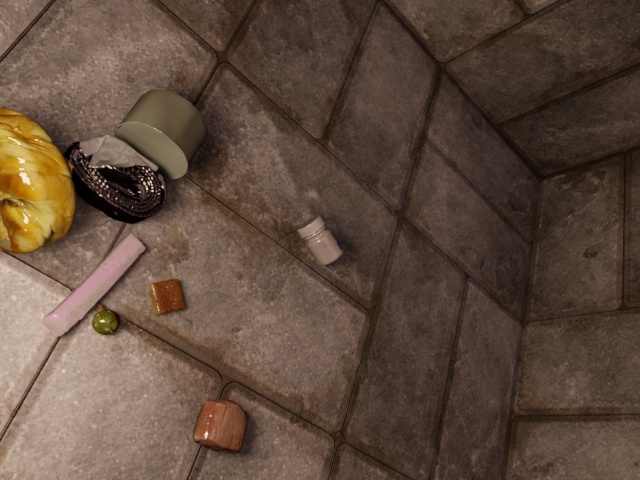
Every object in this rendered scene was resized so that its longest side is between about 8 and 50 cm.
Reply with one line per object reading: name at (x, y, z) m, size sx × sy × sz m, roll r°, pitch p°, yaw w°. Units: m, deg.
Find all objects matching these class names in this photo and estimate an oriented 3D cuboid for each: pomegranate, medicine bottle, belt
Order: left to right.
pomegranate at (-0.572, 0.212, 1.549) m, size 0.073 × 0.073 × 0.084 m, roll 31°, pitch 34°, yaw -32°
belt at (-0.567, -0.173, 1.607) m, size 0.289 × 0.164 × 0.184 m, roll 37°, pitch 63°, yaw -28°
medicine bottle at (0.000, 0.000, 2.107) m, size 0.168 × 0.105 × 0.105 m, roll 56°, pitch 48°, yaw -14°

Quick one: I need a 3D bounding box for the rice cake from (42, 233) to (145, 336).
rice cake at (-0.597, 0.109, 1.564) m, size 0.072 × 0.056 × 0.365 m, roll 51°, pitch 50°, yaw -20°

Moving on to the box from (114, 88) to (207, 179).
box at (-0.463, -0.310, 1.701) m, size 0.226 × 0.226 × 0.149 m, roll 41°, pitch 53°, yaw -26°

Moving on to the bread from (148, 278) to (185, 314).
bread at (-0.450, 0.165, 1.693) m, size 0.090 × 0.035 × 0.094 m, roll -10°, pitch 83°, yaw -44°

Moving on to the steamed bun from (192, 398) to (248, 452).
steamed bun at (-0.289, 0.536, 1.678) m, size 0.175 × 0.106 × 0.144 m, roll 42°, pitch 46°, yaw -42°

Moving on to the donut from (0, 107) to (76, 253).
donut at (-0.739, -0.131, 1.332) m, size 0.360 × 0.361 × 0.170 m, roll 62°, pitch 31°, yaw -8°
